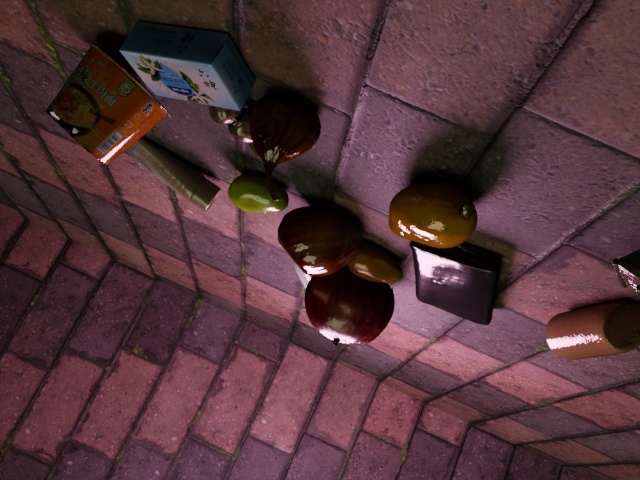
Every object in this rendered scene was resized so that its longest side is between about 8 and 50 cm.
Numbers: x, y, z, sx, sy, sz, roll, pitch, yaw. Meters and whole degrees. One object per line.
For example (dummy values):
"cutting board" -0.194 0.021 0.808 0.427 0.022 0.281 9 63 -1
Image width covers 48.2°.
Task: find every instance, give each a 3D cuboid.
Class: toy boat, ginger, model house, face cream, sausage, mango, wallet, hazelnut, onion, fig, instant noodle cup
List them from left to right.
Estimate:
"instant noodle cup" -0.475 -0.289 1.575 0.230 0.182 0.230 41 176 3
"face cream" -0.441 -0.210 2.015 0.341 0.084 0.137 35 158 -3
"ginger" -0.156 -0.246 1.537 0.204 0.080 0.104 41 -172 -36
"mango" -0.165 -0.125 1.881 0.163 0.089 0.117 3 145 23
"fig" -0.094 -0.190 1.446 0.146 0.201 0.133 16 169 41
"toy boat" -0.026 0.110 2.337 0.078 0.085 0.261 11 145 33
"hazelnut" 0.000 -0.003 1.886 0.181 0.181 0.212 47 175 37
"onion" 0.088 0.180 2.133 0.276 0.276 0.276 22 161 8
"mango" 0.145 0.066 1.988 0.165 0.089 0.115 29 151 -21
"mango" 0.230 -0.048 1.534 0.176 0.119 0.317 21 167 -11
"wallet" 0.351 0.107 1.876 0.228 0.062 0.406 19 161 17
"sausage" 0.654 0.213 1.688 0.123 0.123 0.253 28 160 -8
"model house" 0.663 0.090 1.354 0.188 0.122 0.229 8 158 45

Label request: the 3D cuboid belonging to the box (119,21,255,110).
"box" -0.262 -0.345 1.415 0.232 0.083 0.143 17 159 27
